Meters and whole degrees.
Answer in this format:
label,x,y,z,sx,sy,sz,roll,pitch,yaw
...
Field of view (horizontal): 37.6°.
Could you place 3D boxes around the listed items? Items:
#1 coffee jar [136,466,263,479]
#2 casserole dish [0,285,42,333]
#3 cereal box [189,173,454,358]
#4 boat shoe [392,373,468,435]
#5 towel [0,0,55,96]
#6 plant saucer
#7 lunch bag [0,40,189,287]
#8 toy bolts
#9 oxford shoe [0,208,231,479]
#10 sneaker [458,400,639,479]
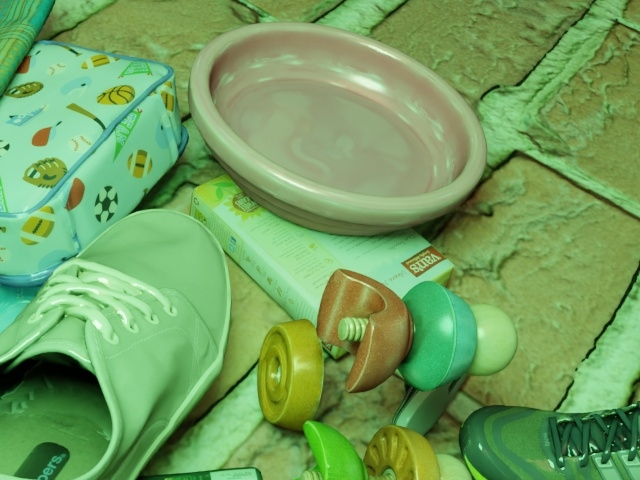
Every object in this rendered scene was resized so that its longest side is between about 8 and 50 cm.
label,x,y,z,sx,sy,sz,roll,pitch,yaw
coffee jar,-0.135,0.226,0.726,0.184,0.096,0.079,0,44,-12
casserole dish,-0.245,0.102,0.856,0.188,0.037,0.114,29,48,14
cereal box,0.000,0.000,1.002,0.173,0.047,0.240,-27,59,-36
boat shoe,0.105,0.139,0.906,0.040,0.049,0.142,19,41,31
towel,-0.441,-0.185,0.991,0.271,0.040,0.370,-5,39,8
plant saucer,0.015,-0.119,1.032,0.332,0.084,0.332,12,41,-11
lunch bag,-0.292,-0.093,0.960,0.243,0.115,0.303,12,42,22
toy bolts,0.060,0.121,0.802,0.158,0.229,0.218,7,32,-23
oxford shoe,-0.172,0.083,0.728,0.169,0.130,0.449,12,32,7
sneaker,0.273,0.182,0.849,0.299,0.121,0.111,6,46,-9
